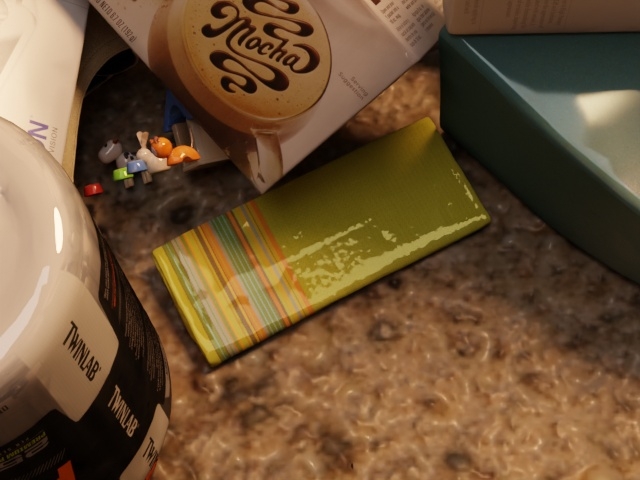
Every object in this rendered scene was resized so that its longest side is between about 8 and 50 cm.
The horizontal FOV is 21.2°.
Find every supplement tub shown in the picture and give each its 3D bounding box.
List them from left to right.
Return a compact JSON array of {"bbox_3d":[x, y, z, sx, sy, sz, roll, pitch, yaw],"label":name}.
[{"bbox_3d":[-0.212,0.074,1.088,0.207,0.338,0.207,-3,65,7],"label":"supplement tub"}]

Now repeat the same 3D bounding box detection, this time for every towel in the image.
[{"bbox_3d":[0.000,0.000,1.272,0.237,0.021,0.102,-27,70,-6],"label":"towel"}]

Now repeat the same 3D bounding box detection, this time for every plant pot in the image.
[{"bbox_3d":[0.223,-0.082,1.204,0.165,0.165,0.234,-39,72,-10],"label":"plant pot"}]

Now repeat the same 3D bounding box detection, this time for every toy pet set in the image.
[{"bbox_3d":[-0.116,-0.082,1.271,0.114,0.122,0.065,-14,89,-27],"label":"toy pet set"}]

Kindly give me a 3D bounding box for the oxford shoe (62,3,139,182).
[{"bbox_3d":[-0.204,-0.197,1.353,0.146,0.140,0.397,25,62,-15],"label":"oxford shoe"}]

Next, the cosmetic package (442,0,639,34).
[{"bbox_3d":[0.196,-0.192,1.099,0.231,0.117,0.086,-2,73,0],"label":"cosmetic package"}]

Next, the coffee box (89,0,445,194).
[{"bbox_3d":[-0.067,-0.207,1.214,0.168,0.119,0.297,-38,96,31],"label":"coffee box"}]

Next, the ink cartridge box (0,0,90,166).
[{"bbox_3d":[-0.278,-0.128,1.181,0.224,0.045,0.223,15,66,-22],"label":"ink cartridge box"}]
